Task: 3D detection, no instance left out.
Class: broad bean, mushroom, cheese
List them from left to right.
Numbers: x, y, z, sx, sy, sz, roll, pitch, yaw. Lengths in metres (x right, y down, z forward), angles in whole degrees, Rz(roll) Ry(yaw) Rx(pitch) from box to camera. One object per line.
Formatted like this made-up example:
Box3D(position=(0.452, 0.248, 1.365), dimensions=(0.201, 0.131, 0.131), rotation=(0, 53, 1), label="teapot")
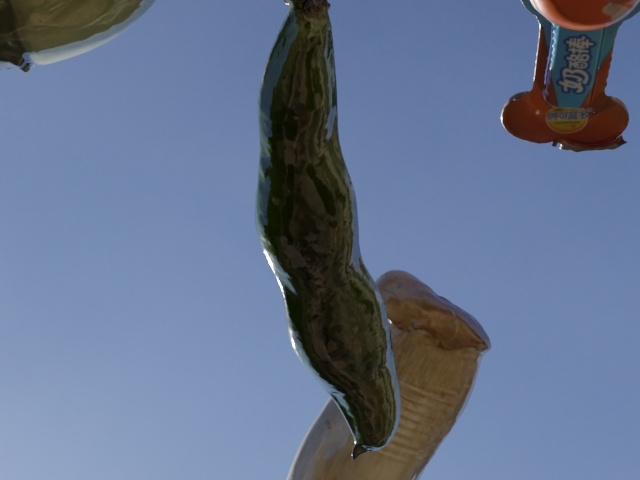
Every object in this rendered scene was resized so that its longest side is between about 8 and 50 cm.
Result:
Box3D(position=(-0.001, 0.001, 0.504), dimensions=(0.060, 0.043, 0.297), rotation=(-12, -60, -1), label="broad bean")
Box3D(position=(0.035, 0.197, 0.772), dimensions=(0.123, 0.095, 0.351), rotation=(18, -83, 3), label="mushroom")
Box3D(position=(0.159, -0.143, 0.581), dimensions=(0.256, 0.106, 0.037), rotation=(82, -164, -50), label="cheese")

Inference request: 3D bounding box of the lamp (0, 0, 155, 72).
Box3D(position=(-0.170, -0.141, 0.515), dimensions=(0.250, 0.101, 0.101), rotation=(-12, -61, -2), label="lamp")
